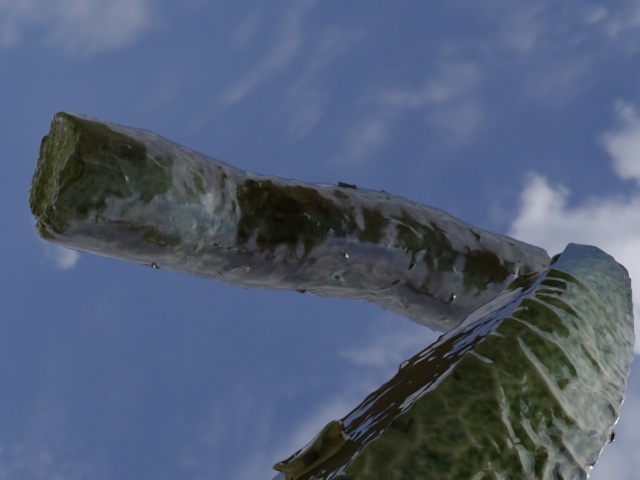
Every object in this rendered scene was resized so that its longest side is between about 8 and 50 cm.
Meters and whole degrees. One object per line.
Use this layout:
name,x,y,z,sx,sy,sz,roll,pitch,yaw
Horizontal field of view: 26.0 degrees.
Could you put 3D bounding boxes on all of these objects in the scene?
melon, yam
melon,0.024,0.061,0.362,0.182,0.054,0.098,-40,-167,-10
yam,0.000,0.000,0.613,0.061,0.253,0.061,-42,-140,50
